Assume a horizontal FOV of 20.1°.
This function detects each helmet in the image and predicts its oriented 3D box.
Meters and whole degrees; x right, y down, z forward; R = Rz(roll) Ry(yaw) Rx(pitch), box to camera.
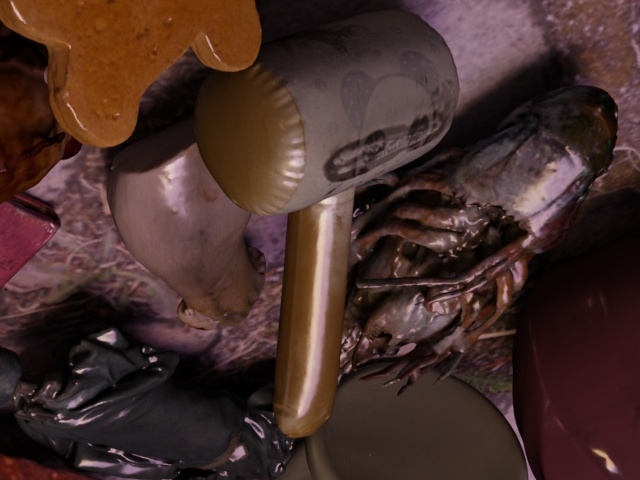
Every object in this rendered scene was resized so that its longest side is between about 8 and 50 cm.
[{"bbox_3d":[0.261,0.139,1.524,0.197,0.271,0.338,-6,147,3],"label":"helmet"}]

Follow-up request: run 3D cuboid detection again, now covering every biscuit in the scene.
[{"bbox_3d":[-0.091,-0.165,1.081,0.240,0.035,0.158,-39,124,-32],"label":"biscuit"}]

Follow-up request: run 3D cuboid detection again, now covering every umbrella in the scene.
[{"bbox_3d":[-0.149,0.130,1.415,0.349,0.094,0.143,22,108,-47],"label":"umbrella"}]

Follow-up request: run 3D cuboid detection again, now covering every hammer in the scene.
[{"bbox_3d":[0.000,0.000,1.244,0.202,0.113,0.305,-21,126,-42],"label":"hammer"}]

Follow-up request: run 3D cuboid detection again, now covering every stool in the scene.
[{"bbox_3d":[0.060,0.235,1.575,0.195,0.195,0.199,-5,143,-23],"label":"stool"}]

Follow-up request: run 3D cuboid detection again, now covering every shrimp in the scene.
[{"bbox_3d":[0.071,0.005,1.377,0.372,0.137,0.172,-44,98,10],"label":"shrimp"}]

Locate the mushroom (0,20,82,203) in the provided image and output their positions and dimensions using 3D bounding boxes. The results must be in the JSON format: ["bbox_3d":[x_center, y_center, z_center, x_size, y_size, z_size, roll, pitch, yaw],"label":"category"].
[{"bbox_3d":[-0.308,-0.005,1.023,0.356,0.334,0.331,18,124,-27],"label":"mushroom"}]

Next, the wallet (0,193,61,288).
[{"bbox_3d":[-0.300,0.038,1.290,0.232,0.025,0.119,-42,139,22],"label":"wallet"}]

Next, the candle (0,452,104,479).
[{"bbox_3d":[-0.303,0.248,1.427,0.317,0.131,0.287,-13,143,9],"label":"candle"}]

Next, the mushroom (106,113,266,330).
[{"bbox_3d":[-0.088,-0.007,1.297,0.116,0.093,0.225,-34,140,-22],"label":"mushroom"}]
